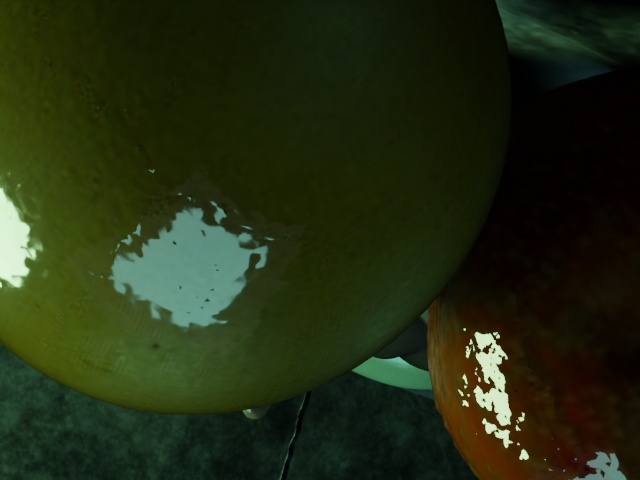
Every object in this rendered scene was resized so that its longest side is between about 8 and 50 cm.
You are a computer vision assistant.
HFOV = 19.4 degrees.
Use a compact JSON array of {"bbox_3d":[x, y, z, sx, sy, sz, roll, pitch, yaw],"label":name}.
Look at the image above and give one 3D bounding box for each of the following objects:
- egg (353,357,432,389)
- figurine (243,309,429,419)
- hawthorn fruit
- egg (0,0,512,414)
[{"bbox_3d":[0.065,0.036,1.590,0.231,0.168,0.168,22,170,-1],"label":"egg"},{"bbox_3d":[-0.001,0.001,1.259,0.380,0.203,0.248,-14,150,27],"label":"figurine"},{"bbox_3d":[0.186,0.027,1.025,0.275,0.275,0.299,19,-160,-13],"label":"hawthorn fruit"},{"bbox_3d":[-0.055,-0.058,0.915,0.282,0.282,0.351,19,160,-15],"label":"egg"}]
